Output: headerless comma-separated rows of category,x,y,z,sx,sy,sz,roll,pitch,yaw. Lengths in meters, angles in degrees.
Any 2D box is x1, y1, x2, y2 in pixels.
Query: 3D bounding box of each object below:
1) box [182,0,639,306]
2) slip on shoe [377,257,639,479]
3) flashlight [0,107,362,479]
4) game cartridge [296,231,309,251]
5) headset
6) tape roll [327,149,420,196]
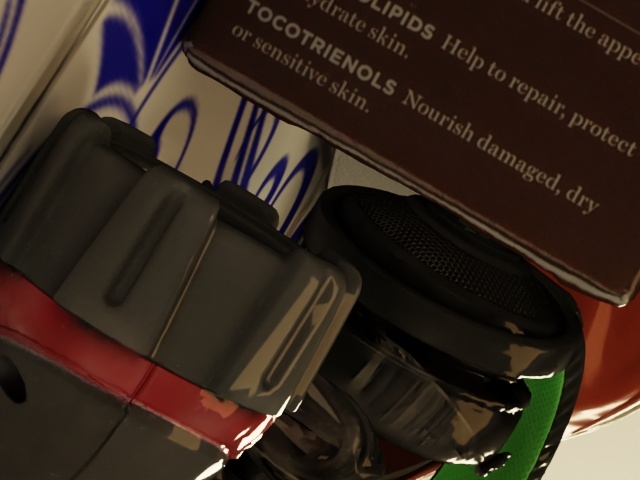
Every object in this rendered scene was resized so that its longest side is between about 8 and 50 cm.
box,0.086,-0.105,0.691,0.203,0.167,0.168,-61,172,5
slip on shoe,0.088,0.074,1.122,0.331,0.123,0.101,-24,-176,20
flashlight,-0.104,0.114,0.570,0.304,0.103,0.103,-59,146,2
game cartridge,0.000,0.000,1.096,0.083,0.017,0.056,-58,168,-8
headset,0.018,0.096,0.847,0.243,0.185,0.394,-49,149,-5
tape roll,0.124,-0.159,1.037,0.392,0.072,0.392,-60,171,-15
